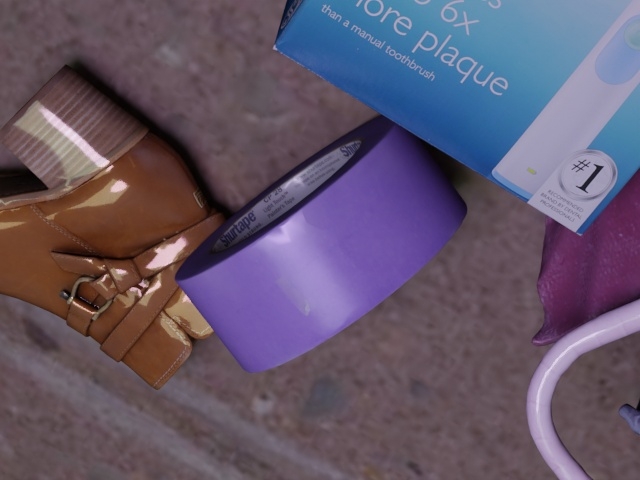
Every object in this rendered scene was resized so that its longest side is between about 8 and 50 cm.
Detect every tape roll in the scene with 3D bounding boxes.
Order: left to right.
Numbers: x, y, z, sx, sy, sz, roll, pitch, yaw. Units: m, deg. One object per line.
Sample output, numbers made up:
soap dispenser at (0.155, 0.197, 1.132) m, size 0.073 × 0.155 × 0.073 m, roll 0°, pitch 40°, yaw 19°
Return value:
tape roll at (0.000, 0.000, 1.138) m, size 0.189 × 0.189 × 0.080 m, roll -32°, pitch 101°, yaw 26°

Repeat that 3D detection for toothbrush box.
toothbrush box at (0.144, -0.185, 0.939) m, size 0.216 × 0.126 × 0.295 m, roll 31°, pitch 118°, yaw -12°

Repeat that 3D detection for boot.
boot at (-0.194, 0.028, 1.272) m, size 0.283 × 0.109 × 0.220 m, roll -41°, pitch 100°, yaw 20°

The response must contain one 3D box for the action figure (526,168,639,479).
action figure at (0.261, -0.044, 1.006) m, size 0.248 × 0.276 × 0.370 m, roll 43°, pitch 132°, yaw 2°
